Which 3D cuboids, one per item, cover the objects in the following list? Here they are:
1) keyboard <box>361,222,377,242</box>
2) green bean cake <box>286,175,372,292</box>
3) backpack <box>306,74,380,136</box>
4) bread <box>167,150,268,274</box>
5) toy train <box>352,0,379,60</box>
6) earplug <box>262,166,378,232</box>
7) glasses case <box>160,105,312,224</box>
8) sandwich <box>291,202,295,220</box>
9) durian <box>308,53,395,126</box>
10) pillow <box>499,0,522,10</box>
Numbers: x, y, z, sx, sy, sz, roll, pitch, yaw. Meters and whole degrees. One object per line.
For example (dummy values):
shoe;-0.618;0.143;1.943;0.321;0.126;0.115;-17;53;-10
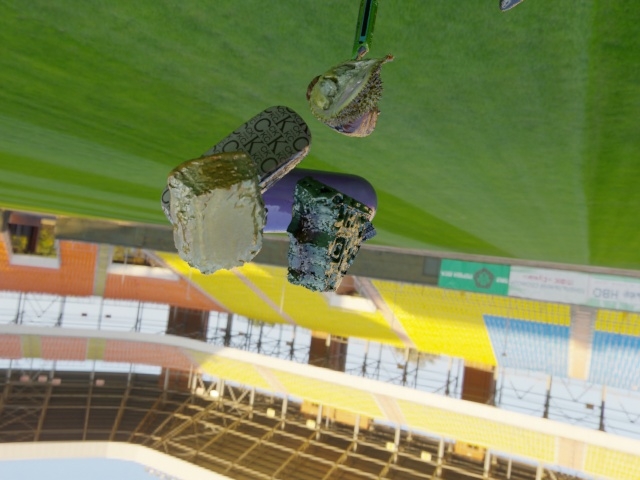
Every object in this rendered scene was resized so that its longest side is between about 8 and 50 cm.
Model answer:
keyboard;0.073;0.014;1.494;0.196;0.018;0.060;-29;142;5
green bean cake;0.000;0.000;0.978;0.107;0.208;0.193;26;-174;23
backpack;0.059;-0.384;1.449;0.229;0.138;0.229;31;-163;-11
bread;-0.190;-0.046;0.962;0.174;0.121;0.245;-15;141;-19
toy train;0.124;-0.574;1.371;0.043;0.208;0.044;7;174;26
earplug;-0.058;-0.119;1.504;0.457;0.214;0.215;2;178;-9
glasses case;-0.176;-0.148;1.095;0.137;0.355;0.085;50;176;13
sandwich;-0.054;-0.027;1.320;0.074;0.116;0.074;-38;155;28
durian;0.069;-0.319;1.077;0.146;0.208;0.102;54;-174;37
pillow;0.322;-0.430;0.667;0.106;0.249;0.186;32;150;5
